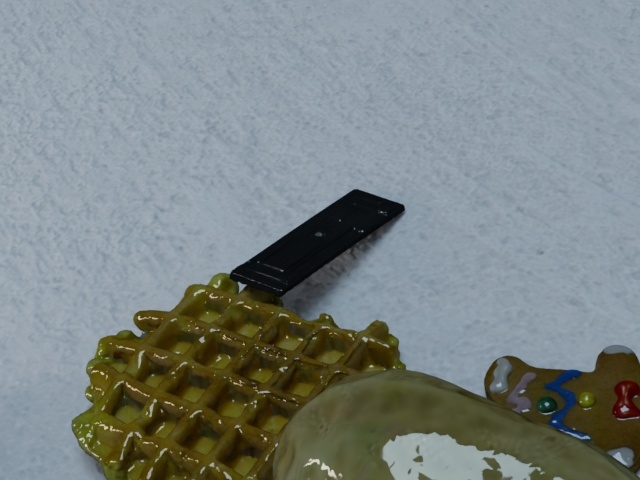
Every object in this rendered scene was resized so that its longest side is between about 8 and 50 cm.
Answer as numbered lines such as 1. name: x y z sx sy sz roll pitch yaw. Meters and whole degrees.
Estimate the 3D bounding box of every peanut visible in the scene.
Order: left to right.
1. peanut: 0.128 0.219 1.194 0.387 0.169 0.192 23 76 30

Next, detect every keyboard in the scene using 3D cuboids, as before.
1. keyboard: 0.000 0.000 1.563 0.061 0.013 0.204 18 33 30

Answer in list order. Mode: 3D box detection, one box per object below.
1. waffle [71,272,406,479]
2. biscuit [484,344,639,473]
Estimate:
1. waffle: -0.064 0.131 1.432 0.282 0.058 0.301 -29 43 -21
2. biscuit: 0.233 0.136 1.375 0.205 0.031 0.138 1 42 13
